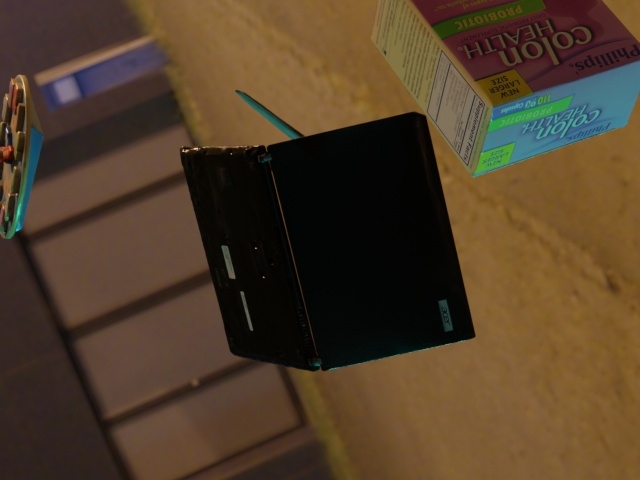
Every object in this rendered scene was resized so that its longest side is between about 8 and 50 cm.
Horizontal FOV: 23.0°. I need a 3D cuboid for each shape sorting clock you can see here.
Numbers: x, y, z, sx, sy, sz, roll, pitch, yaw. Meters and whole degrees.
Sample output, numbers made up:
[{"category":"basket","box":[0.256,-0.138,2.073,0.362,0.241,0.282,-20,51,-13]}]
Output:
[{"category":"shape sorting clock","box":[-0.387,-0.105,1.967,0.206,0.040,0.206,-171,90,-69]}]

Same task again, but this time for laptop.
[{"category":"laptop","box":[0.000,0.000,1.586,0.264,0.137,0.234,4,110,57]}]

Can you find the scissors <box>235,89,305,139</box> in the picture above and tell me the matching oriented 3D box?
[{"category":"scissors","box":[0.024,-0.073,1.768,0.297,0.021,0.109,32,165,23]}]

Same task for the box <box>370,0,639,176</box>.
[{"category":"box","box":[0.212,-0.221,1.801,0.243,0.214,0.117,58,154,31]}]
